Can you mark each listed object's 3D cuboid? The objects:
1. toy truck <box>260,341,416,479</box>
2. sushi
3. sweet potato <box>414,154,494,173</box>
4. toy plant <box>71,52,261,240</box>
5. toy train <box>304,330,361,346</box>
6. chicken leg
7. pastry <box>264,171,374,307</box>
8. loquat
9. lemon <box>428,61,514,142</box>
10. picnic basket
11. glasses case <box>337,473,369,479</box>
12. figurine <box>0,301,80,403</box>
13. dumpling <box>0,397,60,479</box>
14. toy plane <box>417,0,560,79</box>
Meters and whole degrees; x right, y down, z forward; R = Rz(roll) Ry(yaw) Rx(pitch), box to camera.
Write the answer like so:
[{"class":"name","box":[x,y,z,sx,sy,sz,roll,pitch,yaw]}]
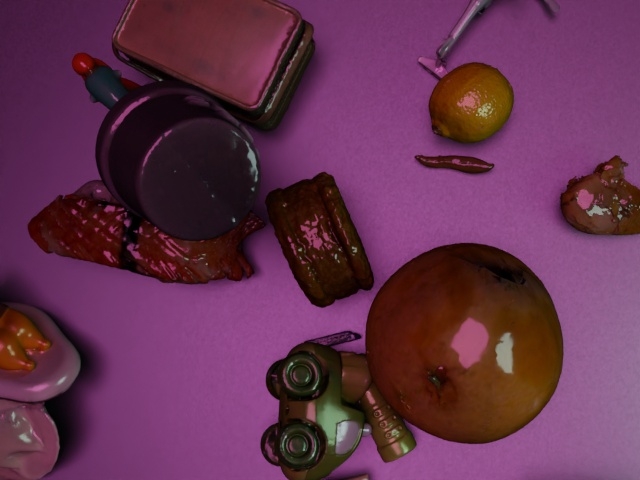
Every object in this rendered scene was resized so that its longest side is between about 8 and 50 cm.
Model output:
[{"class":"toy truck","box":[0.017,0.228,1.316,0.210,0.148,0.187,-11,81,-14]},{"class":"sushi","box":[-0.251,-0.014,1.370,0.332,0.130,0.124,13,106,13]},{"class":"sweet potato","box":[0.193,-0.111,1.370,0.115,0.026,0.026,6,86,13]},{"class":"toy plant","box":[-0.194,-0.120,1.258,0.279,0.400,0.185,9,104,-23]},{"class":"toy train","box":[0.018,0.144,1.377,0.083,0.017,0.017,-15,77,6]},{"class":"chicken leg","box":[0.432,-0.054,1.310,0.207,0.085,0.101,7,75,-1]},{"class":"pastry","box":[0.000,0.000,1.304,0.103,0.189,0.189,-24,83,3]},{"class":"loquat","box":[0.188,0.135,1.252,0.263,0.263,0.263,-1,86,7]},{"class":"lemon","box":[0.209,-0.191,1.331,0.133,0.109,0.109,-43,82,-6]},{"class":"picnic basket","box":[-0.151,-0.282,1.369,0.266,0.139,0.165,25,89,9]},{"class":"glasses case","box":[0.056,0.423,1.334,0.102,0.070,0.194,-12,81,-21]},{"class":"figurine","box":[-0.463,0.118,1.344,0.249,0.141,0.167,14,48,17]},{"class":"dumpling","box":[-0.482,0.285,1.390,0.215,0.126,0.167,-6,108,-6]},{"class":"toy plane","box":[0.230,-0.365,1.345,0.273,0.107,0.182,-36,77,8]}]
